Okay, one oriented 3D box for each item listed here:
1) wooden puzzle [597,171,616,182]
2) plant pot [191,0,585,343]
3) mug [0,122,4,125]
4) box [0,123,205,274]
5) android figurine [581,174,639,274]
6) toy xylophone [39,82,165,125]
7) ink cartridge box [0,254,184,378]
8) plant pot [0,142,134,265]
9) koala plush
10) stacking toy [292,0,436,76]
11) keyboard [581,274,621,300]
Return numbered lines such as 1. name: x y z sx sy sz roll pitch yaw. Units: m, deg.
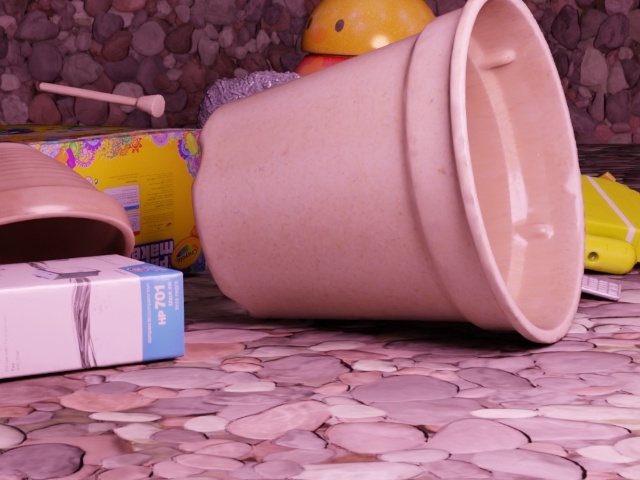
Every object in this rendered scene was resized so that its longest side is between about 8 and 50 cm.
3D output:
1. wooden puzzle: 0.390 -0.038 2.004 0.078 0.116 0.014 -22 29 52
2. plant pot: 0.057 -0.049 1.458 0.305 0.334 0.334 -9 3 25
3. mug: -0.497 -0.117 2.147 0.113 0.150 0.169 37 -5 -27
4. box: -0.330 -0.041 1.756 0.279 0.177 0.290 5 10 34
5. android figurine: 0.317 -0.033 1.880 0.273 0.056 0.248 10 23 -18
6. toy xylophone: -0.275 -0.090 1.982 0.323 0.236 0.081 5 47 28
7. ink cartridge box: -0.233 0.065 1.325 0.191 0.082 0.139 -3 8 -34
8. plant pot: -0.301 -0.016 1.414 0.237 0.109 0.237 -16 -22 -7
9. koala plush: -0.053 -0.095 1.938 0.203 0.196 0.221 27 28 -34
10. stacking toy: 0.069 -0.256 2.221 0.351 0.480 0.350 0 7 0
11. keyboard: 0.202 0.024 1.661 0.256 0.014 0.072 14 7 9
